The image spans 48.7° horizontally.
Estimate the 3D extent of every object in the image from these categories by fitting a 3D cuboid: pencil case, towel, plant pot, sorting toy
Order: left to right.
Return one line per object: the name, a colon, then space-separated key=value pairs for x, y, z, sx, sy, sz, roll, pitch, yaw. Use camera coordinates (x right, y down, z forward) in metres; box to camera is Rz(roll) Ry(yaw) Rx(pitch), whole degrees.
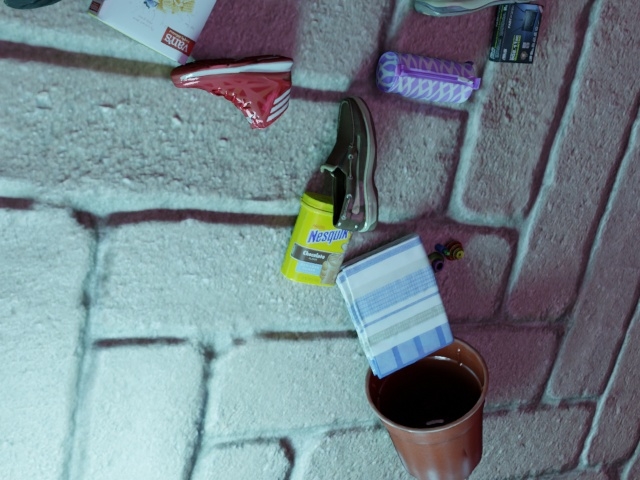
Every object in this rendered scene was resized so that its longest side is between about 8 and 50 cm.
towel: x=0.163 y=0.142 z=1.535 sx=0.209 sy=0.034 sz=0.285 roll=-24 pitch=110 yaw=-8
pencil case: x=0.209 y=-0.316 z=1.378 sx=0.206 sy=0.088 sz=0.086 roll=-1 pitch=108 yaw=-27
plant pot: x=0.257 y=0.400 z=1.614 sx=0.272 sy=0.272 sz=0.265 roll=-28 pitch=129 yaw=-15
sorting toy: x=0.283 y=0.038 z=1.592 sx=0.102 sy=0.042 sz=0.061 roll=-38 pitch=123 yaw=-9

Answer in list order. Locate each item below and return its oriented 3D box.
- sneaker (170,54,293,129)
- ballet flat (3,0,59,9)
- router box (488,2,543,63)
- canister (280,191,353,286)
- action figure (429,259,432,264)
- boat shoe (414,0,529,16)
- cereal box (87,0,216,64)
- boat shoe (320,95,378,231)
sneaker: x=-0.145 y=-0.247 z=1.222 sx=0.221 sy=0.087 sz=0.128 roll=-11 pitch=114 yaw=-22
ballet flat: x=-0.395 y=-0.394 z=1.059 sx=0.173 sy=0.057 sz=0.049 roll=-30 pitch=81 yaw=-15
router box: x=0.405 y=-0.430 z=1.464 sx=0.092 sy=0.038 sz=0.123 roll=-5 pitch=112 yaw=-26
canister: x=0.000 y=0.000 z=1.408 sx=0.126 sy=0.073 sz=0.170 roll=10 pitch=107 yaw=-30
action figure: x=0.193 y=0.077 z=1.564 sx=0.115 sy=0.038 sz=0.030 roll=-42 pitch=136 yaw=-10
boat shoe: x=0.339 y=-0.517 z=1.338 sx=0.355 sy=0.132 sz=0.130 roll=-19 pitch=118 yaw=-21
cereal box: x=-0.234 y=-0.419 z=1.104 sx=0.173 sy=0.047 sz=0.240 roll=19 pitch=100 yaw=-48
boat shoe: x=0.050 y=-0.144 z=1.324 sx=0.095 sy=0.095 sz=0.258 roll=-3 pitch=84 yaw=-23
